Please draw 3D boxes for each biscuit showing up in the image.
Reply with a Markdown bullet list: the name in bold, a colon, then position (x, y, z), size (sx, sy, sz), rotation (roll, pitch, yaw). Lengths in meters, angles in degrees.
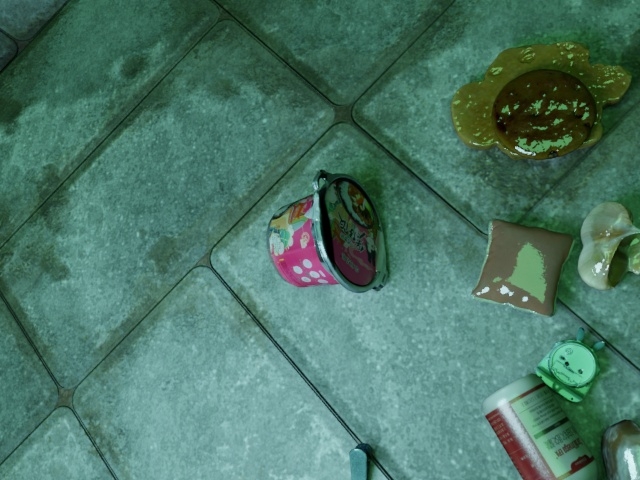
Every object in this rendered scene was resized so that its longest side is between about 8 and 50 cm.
- **biscuit**: position (0.467, -0.269, 1.311), size (0.212, 0.036, 0.212), rotation (-5, 72, 18)
- **biscuit**: position (0.476, -0.307, 1.364), size (0.376, 0.051, 0.269), rotation (-10, 73, 17)

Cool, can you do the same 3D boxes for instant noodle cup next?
- **instant noodle cup**: position (0.000, 0.000, 1.350), size (0.182, 0.258, 0.302), rotation (-14, 113, 33)

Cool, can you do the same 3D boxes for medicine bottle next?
- **medicine bottle**: position (0.413, 0.380, 1.146), size (0.131, 0.131, 0.250), rotation (-33, 66, 8)

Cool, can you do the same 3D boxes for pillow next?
- **pillow**: position (0.411, 0.056, 1.270), size (0.171, 0.075, 0.179), rotation (14, 79, 22)

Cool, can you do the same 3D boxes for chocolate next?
- **chocolate**: position (0.543, 0.442, 1.066), size (0.080, 0.157, 0.254), rotation (-20, 69, 9)

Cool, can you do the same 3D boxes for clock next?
- **clock**: position (0.489, 0.238, 1.209), size (0.101, 0.041, 0.135), rotation (33, 87, 24)

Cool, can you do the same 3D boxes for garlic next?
- **garlic**: position (0.567, 0.012, 1.222), size (0.124, 0.099, 0.174), rotation (14, 80, 37)

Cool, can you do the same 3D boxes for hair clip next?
- **hair clip**: position (0.078, 0.535, 1.266), size (0.039, 0.070, 0.229), rotation (0, 82, 15)
